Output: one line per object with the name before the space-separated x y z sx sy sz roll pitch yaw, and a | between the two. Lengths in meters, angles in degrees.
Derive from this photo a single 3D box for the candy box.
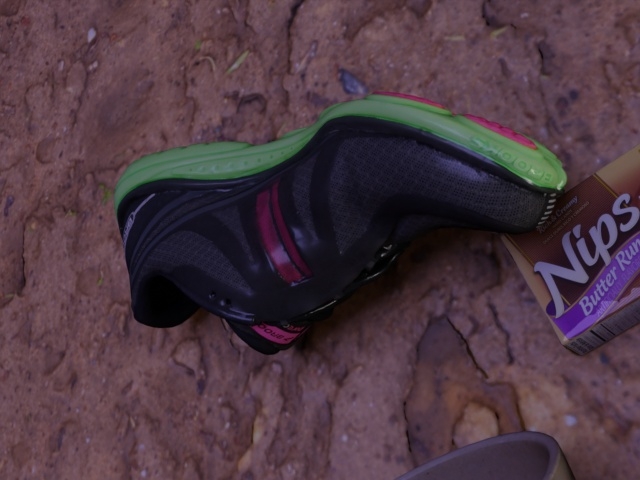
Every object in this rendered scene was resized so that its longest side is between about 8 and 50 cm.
candy box | 0.246 -0.006 0.685 0.186 0.053 0.109 -35 57 18

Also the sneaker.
sneaker | 0.000 0.000 0.792 0.482 0.185 0.202 -10 75 42

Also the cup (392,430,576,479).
cup | 0.069 0.309 0.558 0.331 0.331 0.237 -34 85 20
